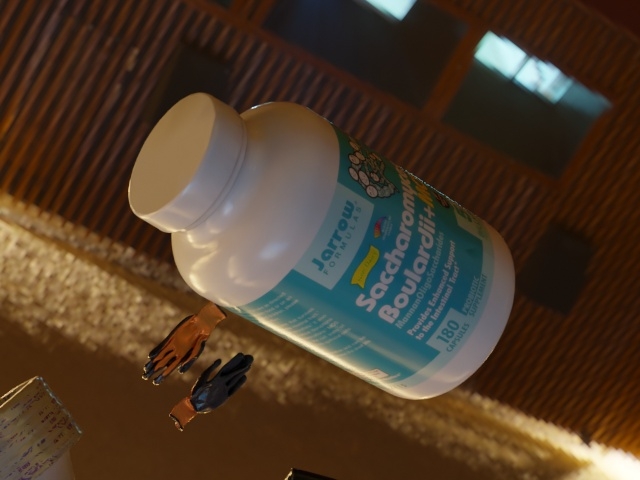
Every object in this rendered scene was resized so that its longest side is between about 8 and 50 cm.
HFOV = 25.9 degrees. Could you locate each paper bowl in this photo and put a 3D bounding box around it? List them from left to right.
[{"bbox_3d":[-0.398,0.296,1.608,0.148,0.284,0.284,54,-151,-4],"label":"paper bowl"}]

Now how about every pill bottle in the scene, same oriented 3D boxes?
[{"bbox_3d":[0.000,0.000,0.962,0.264,0.146,0.146,29,-151,-32],"label":"pill bottle"}]

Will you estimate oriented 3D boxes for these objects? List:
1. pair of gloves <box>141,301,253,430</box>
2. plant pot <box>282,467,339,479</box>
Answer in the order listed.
[{"bbox_3d":[-0.085,0.089,0.980,0.010,0.074,0.083,30,155,45],"label":"pair of gloves"},{"bbox_3d":[0.028,0.373,1.580,0.167,0.187,0.188,7,-110,-7],"label":"plant pot"}]
